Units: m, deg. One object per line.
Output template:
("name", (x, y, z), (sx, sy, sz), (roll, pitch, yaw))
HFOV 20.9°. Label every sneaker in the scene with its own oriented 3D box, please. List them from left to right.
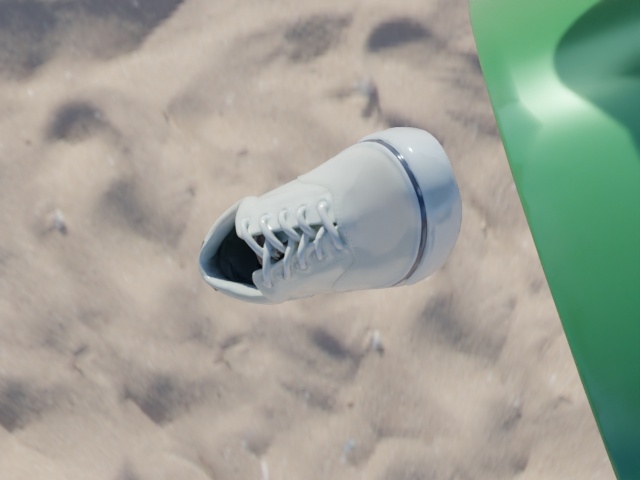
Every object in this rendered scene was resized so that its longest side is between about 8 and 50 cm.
("sneaker", (0.000, 0.000, 1.070), (0.091, 0.258, 0.094), (-19, 85, -26))

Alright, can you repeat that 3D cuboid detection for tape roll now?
("tape roll", (0.151, 0.035, 0.724), (0.077, 0.321, 0.321), (-19, 72, 10))
